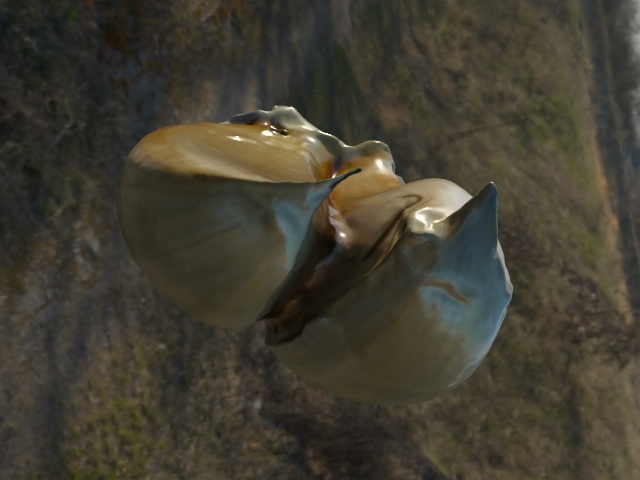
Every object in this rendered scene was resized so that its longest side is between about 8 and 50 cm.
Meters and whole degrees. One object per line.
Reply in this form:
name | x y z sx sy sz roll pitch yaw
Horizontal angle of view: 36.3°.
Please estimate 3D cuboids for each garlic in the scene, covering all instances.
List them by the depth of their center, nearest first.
garlic | 0.000 0.000 0.760 0.286 0.249 0.313 49 7 -22
